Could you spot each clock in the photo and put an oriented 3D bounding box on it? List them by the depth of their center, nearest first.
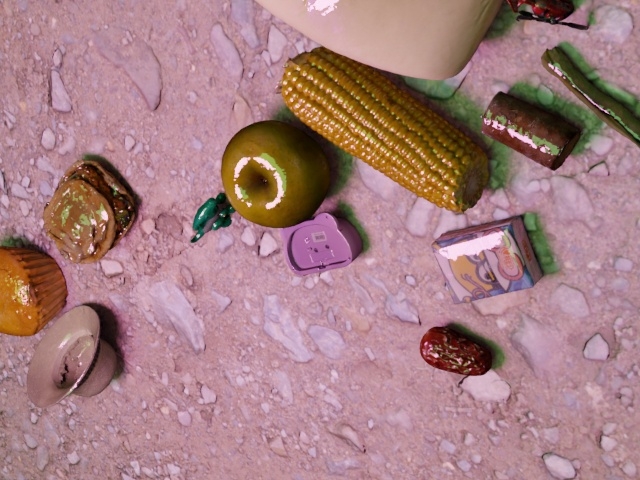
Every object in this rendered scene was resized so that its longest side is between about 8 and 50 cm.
[{"bbox_3d":[0.000,0.000,1.753,0.153,0.050,0.110,-12,103,38],"label":"clock"}]

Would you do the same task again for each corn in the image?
[{"bbox_3d":[0.101,-0.188,1.542,0.387,0.144,0.144,32,126,15],"label":"corn"}]

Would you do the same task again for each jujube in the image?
[{"bbox_3d":[0.238,0.197,1.667,0.129,0.077,0.077,18,121,15],"label":"jujube"}]

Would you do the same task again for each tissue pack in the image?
[{"bbox_3d":[0.272,0.032,1.567,0.155,0.065,0.115,-16,102,39],"label":"tissue pack"}]

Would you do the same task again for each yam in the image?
[{"bbox_3d":[0.315,-0.165,1.439,0.141,0.079,0.079,32,126,20],"label":"yam"}]

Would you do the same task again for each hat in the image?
[{"bbox_3d":[-0.550,0.289,2.204,0.257,0.257,0.130,-14,143,39],"label":"hat"}]

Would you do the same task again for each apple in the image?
[{"bbox_3d":[-0.077,-0.118,1.683,0.196,0.157,0.196,15,118,29],"label":"apple"}]

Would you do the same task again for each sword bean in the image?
[{"bbox_3d":[0.425,-0.186,1.377,0.269,0.038,0.043,44,134,12],"label":"sword bean"}]

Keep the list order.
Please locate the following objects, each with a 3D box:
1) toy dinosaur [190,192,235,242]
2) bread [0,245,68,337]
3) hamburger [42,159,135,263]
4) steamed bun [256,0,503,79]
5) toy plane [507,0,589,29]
[{"bbox_3d":[-0.221,-0.043,1.859,0.059,0.096,0.132,44,126,12],"label":"toy dinosaur"},{"bbox_3d":[-0.721,0.116,2.255,0.240,0.139,0.239,15,118,29],"label":"bread"},{"bbox_3d":[-0.493,-0.060,2.042,0.183,0.130,0.206,44,110,9],"label":"hamburger"},{"bbox_3d":[0.058,-0.454,1.336,0.456,0.290,0.371,35,127,10],"label":"steamed bun"},{"bbox_3d":[0.314,-0.330,1.343,0.037,0.145,0.060,-38,55,49],"label":"toy plane"}]
